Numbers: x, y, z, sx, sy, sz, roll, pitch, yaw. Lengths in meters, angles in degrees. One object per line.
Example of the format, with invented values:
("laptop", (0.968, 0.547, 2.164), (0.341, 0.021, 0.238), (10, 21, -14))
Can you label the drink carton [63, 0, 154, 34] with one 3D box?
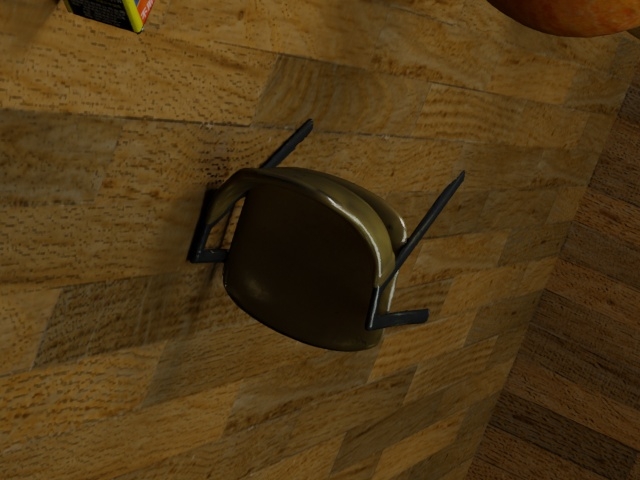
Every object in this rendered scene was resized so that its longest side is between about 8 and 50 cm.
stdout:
("drink carton", (-0.124, -0.188, 1.061), (0.165, 0.056, 0.071), (76, 33, -66))

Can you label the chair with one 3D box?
("chair", (0.000, 0.000, 1.561), (0.247, 0.159, 0.172), (-36, 144, -64))

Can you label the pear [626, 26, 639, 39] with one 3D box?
("pear", (0.445, -0.371, 2.160), (0.348, 0.348, 0.348), (-57, 162, -29))

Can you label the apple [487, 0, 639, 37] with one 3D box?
("apple", (0.226, -0.333, 1.598), (0.299, 0.299, 0.275), (-61, 149, -16))
